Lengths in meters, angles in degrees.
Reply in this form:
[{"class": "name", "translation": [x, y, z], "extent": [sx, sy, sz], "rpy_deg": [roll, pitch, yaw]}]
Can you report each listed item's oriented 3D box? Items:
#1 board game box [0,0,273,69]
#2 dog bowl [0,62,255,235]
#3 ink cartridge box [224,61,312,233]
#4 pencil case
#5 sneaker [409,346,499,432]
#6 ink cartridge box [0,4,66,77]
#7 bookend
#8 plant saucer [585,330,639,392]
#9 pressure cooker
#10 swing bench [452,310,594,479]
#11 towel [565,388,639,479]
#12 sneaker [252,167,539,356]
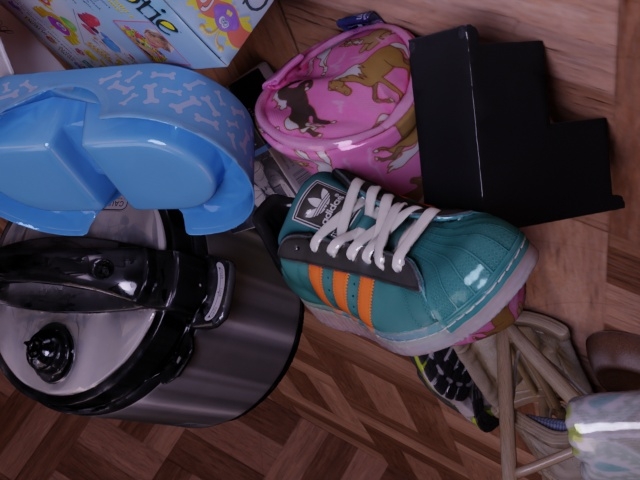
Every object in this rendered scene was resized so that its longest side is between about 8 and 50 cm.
[{"class": "board game box", "translation": [-0.161, -0.244, 0.815], "extent": [0.275, 0.142, 0.144], "rpy_deg": [10, 153, 52]}, {"class": "dog bowl", "translation": [-0.190, -0.079, 0.824], "extent": [0.297, 0.074, 0.166], "rpy_deg": [0, 147, 22]}, {"class": "ink cartridge box", "translation": [-0.101, -0.098, 1.159], "extent": [0.165, 0.065, 0.333], "rpy_deg": [56, 159, -8]}, {"class": "pencil case", "translation": [0.085, -0.037, 0.923], "extent": [0.160, 0.167, 0.386], "rpy_deg": [-18, 140, 17]}, {"class": "sneaker", "translation": [0.191, 0.197, 1.449], "extent": [0.121, 0.111, 0.300], "rpy_deg": [22, 157, 43]}, {"class": "ink cartridge box", "translation": [-0.347, -0.224, 0.937], "extent": [0.296, 0.066, 0.261], "rpy_deg": [45, 157, 20]}, {"class": "bookend", "translation": [0.159, -0.092, 0.754], "extent": [0.072, 0.156, 0.157], "rpy_deg": [2, 101, 58]}, {"class": "plant saucer", "translation": [0.409, 0.179, 1.138], "extent": [0.199, 0.036, 0.198], "rpy_deg": [30, 162, 11]}, {"class": "pressure cooker", "translation": [-0.261, 0.079, 1.341], "extent": [0.420, 0.370, 0.375], "rpy_deg": [24, -153, -56]}, {"class": "swing bench", "translation": [0.302, 0.242, 1.223], "extent": [0.253, 0.165, 0.254], "rpy_deg": [52, -163, -48]}, {"class": "towel", "translation": [0.433, 0.238, 0.929], "extent": [0.321, 0.090, 0.374], "rpy_deg": [-11, 144, 18]}, {"class": "sneaker", "translation": [0.033, 0.007, 0.712], "extent": [0.121, 0.108, 0.302], "rpy_deg": [44, 160, -18]}]
